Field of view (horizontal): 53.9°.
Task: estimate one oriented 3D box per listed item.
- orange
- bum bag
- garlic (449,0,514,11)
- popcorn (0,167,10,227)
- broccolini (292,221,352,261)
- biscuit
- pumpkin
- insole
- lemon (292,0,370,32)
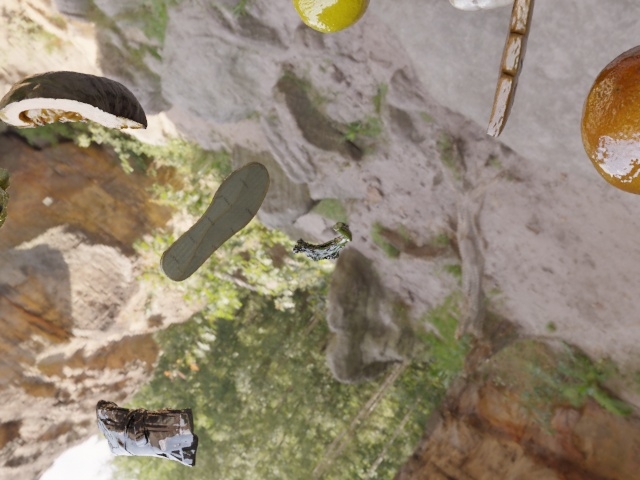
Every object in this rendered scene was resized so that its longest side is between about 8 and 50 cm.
[{"bbox_3d":[0.553,-0.193,1.012,0.264,0.264,0.264,37,164,12],"label":"orange"},{"bbox_3d":[-0.423,0.464,1.516,0.340,0.144,0.095,-5,-176,30],"label":"bum bag"},{"bbox_3d":[0.404,-0.610,1.559,0.174,0.124,0.099,6,125,35],"label":"garlic"},{"bbox_3d":[-0.857,-0.096,1.460,0.293,0.293,0.237,39,165,4],"label":"popcorn"},{"bbox_3d":[0.003,-0.002,1.400,0.271,0.123,0.062,118,139,-74],"label":"broccolini"},{"bbox_3d":[0.374,-0.336,1.234,0.043,0.302,0.278,12,169,12],"label":"biscuit"},{"bbox_3d":[-0.473,-0.285,1.206,0.278,0.111,0.163,-2,176,-18],"label":"pumpkin"},{"bbox_3d":[-0.233,-0.046,1.446,0.119,0.348,0.009,51,158,-27],"label":"insole"},{"bbox_3d":[0.030,-0.574,1.447,0.203,0.178,0.178,-18,128,33],"label":"lemon"}]
